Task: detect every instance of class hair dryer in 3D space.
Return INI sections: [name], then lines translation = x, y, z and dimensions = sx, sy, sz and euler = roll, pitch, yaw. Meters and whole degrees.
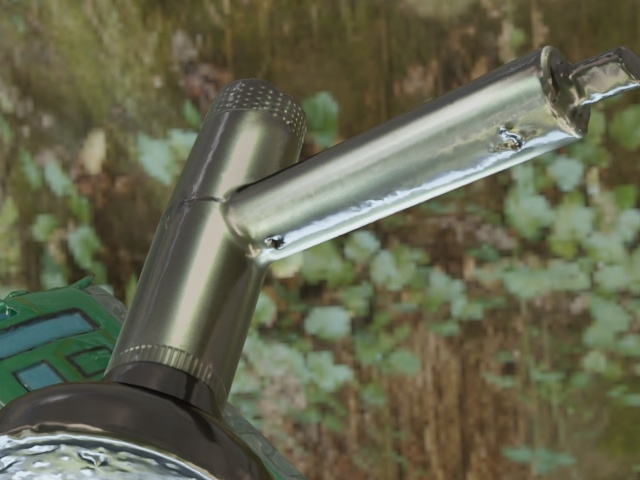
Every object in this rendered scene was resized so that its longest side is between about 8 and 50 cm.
[hair dryer]
translation = -0.014, 0.001, 0.742
dimensions = 0.156, 0.320, 0.284
euler = 36, 139, -18

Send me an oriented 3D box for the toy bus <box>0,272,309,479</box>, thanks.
[toy bus]
translation = -0.168, 0.185, 1.169
dimensions = 0.199, 0.183, 0.343
euler = -9, -142, -46
